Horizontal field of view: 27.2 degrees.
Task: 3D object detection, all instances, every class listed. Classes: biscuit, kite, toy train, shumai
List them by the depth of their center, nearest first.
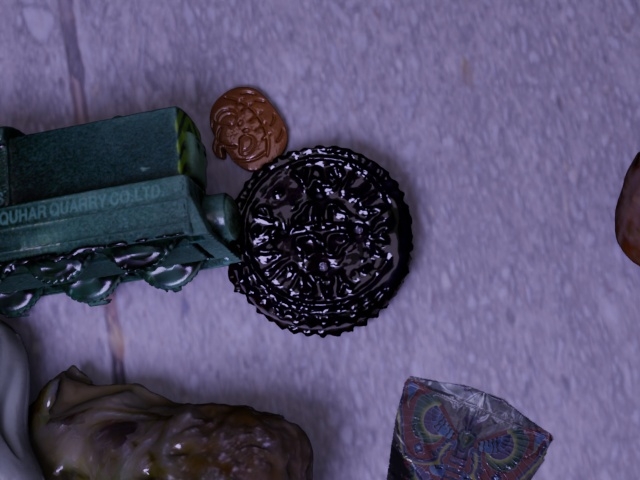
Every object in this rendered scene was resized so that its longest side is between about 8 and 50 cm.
[{"bbox_3d":[-0.186,0.246,1.184,0.283,0.217,0.346,43,86,11],"label":"shumai"},{"bbox_3d":[0.107,0.277,1.260,0.152,0.015,0.285,21,79,8],"label":"kite"},{"bbox_3d":[-0.241,-0.031,1.275,0.330,0.138,0.178,-10,73,10],"label":"toy train"},{"bbox_3d":[0.000,0.000,1.310,0.194,0.053,0.194,-1,77,4],"label":"biscuit"},{"bbox_3d":[-0.078,-0.112,1.360,0.078,0.015,0.091,-38,78,-5],"label":"biscuit"}]

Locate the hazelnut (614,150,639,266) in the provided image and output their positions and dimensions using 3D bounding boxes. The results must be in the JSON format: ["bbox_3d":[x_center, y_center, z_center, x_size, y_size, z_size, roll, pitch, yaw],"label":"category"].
[{"bbox_3d":[0.365,-0.037,1.228,0.182,0.182,0.182,-1,77,4],"label":"hazelnut"}]

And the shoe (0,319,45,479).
[{"bbox_3d":[-0.345,0.165,1.177,0.124,0.159,0.316,-53,39,17],"label":"shoe"}]
